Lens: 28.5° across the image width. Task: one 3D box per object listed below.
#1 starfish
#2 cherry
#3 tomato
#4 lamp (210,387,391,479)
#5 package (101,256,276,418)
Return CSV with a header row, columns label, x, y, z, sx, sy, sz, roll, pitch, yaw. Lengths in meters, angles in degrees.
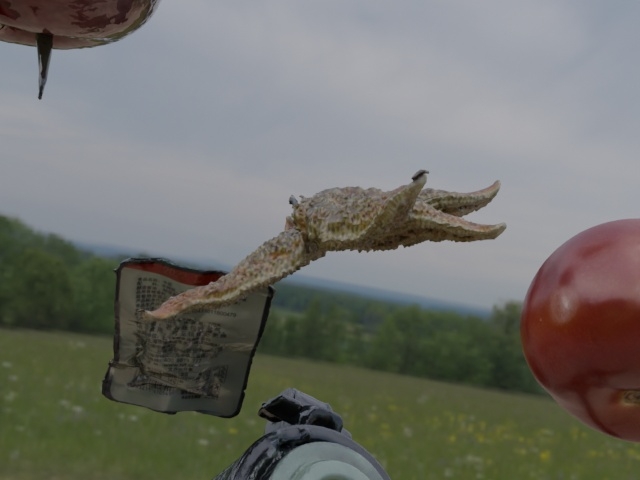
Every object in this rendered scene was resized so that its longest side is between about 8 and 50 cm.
label,x,y,z,sx,sy,sz,roll,pitch,yaw
starfish,0.023,-0.012,1.156,0.293,0.084,0.301,-14,3,28
cherry,-0.223,-0.255,1.040,0.213,0.285,0.236,1,-6,-36
tomato,0.240,0.062,0.913,0.195,0.136,0.195,7,-31,4
lamp,-0.045,0.328,1.316,0.205,0.374,0.272,25,-18,-15
package,-0.145,0.107,1.345,0.166,0.040,0.232,8,-49,-7
